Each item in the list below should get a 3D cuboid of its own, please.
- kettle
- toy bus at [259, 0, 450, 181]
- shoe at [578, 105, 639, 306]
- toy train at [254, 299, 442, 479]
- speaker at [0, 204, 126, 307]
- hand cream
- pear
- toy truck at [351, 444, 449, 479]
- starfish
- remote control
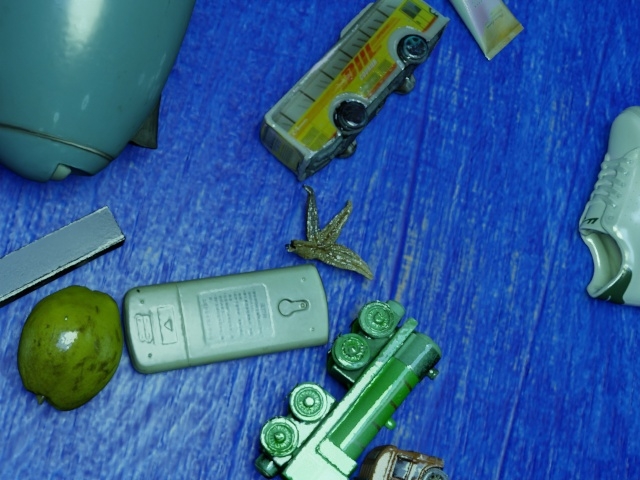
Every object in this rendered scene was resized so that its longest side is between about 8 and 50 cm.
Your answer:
[{"bbox_3d":[-0.294,-0.236,0.988,0.319,0.247,0.342,14,85,-23],"label":"kettle"},{"bbox_3d":[0.042,-0.191,1.161,0.106,0.092,0.268,40,71,5],"label":"toy bus"},{"bbox_3d":[0.386,-0.043,1.230,0.110,0.095,0.265,-3,82,-17],"label":"shoe"},{"bbox_3d":[0.034,0.180,1.076,0.119,0.085,0.251,40,73,9],"label":"toy train"},{"bbox_3d":[-0.306,0.026,1.034,0.191,0.040,0.046,-29,88,-19],"label":"speaker"},{"bbox_3d":[0.194,-0.327,1.259,0.076,0.047,0.174,-43,102,-21],"label":"hand cream"},{"bbox_3d":[-0.261,0.110,0.998,0.107,0.107,0.131,26,65,-10],"label":"pear"},{"bbox_3d":[0.071,0.323,1.066,0.092,0.083,0.192,22,74,-7],"label":"toy truck"},{"bbox_3d":[-0.004,0.000,1.124,0.130,0.041,0.133,-15,77,-44],"label":"starfish"},{"bbox_3d":[-0.105,0.087,1.085,0.233,0.038,0.098,-8,82,-19],"label":"remote control"}]
